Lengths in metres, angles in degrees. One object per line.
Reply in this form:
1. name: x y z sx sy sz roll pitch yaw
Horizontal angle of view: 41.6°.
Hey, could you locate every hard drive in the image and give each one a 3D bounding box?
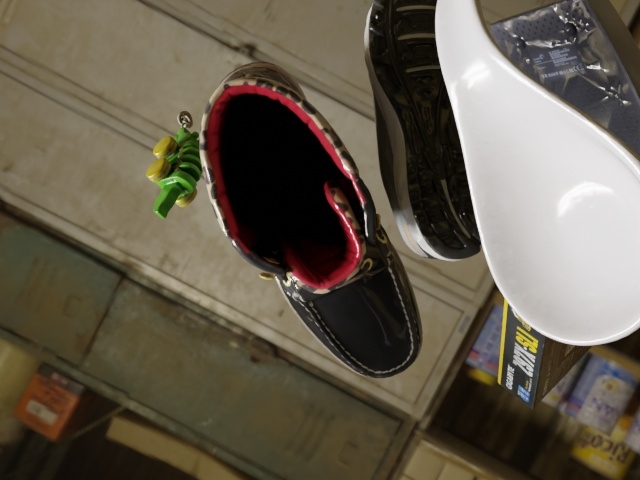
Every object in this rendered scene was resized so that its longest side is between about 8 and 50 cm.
1. hard drive: 0.320 -0.170 1.001 0.254 0.054 0.172 58 157 -16

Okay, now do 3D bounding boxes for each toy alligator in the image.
1. toy alligator: -0.153 -0.100 0.967 0.056 0.051 0.189 47 -149 -33

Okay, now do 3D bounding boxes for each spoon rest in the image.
1. spoon rest: 0.136 -0.067 0.542 0.084 0.276 0.137 -4 161 -35

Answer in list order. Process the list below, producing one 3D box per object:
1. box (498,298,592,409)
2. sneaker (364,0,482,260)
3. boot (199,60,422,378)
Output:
1. box: 0.375 0.082 1.241 0.079 0.257 0.322 37 160 28
2. sneaker: 0.086 -0.111 0.778 0.100 0.271 0.108 -5 174 -15
3. boot: 0.000 0.000 0.811 0.284 0.138 0.377 -101 -13 -81
